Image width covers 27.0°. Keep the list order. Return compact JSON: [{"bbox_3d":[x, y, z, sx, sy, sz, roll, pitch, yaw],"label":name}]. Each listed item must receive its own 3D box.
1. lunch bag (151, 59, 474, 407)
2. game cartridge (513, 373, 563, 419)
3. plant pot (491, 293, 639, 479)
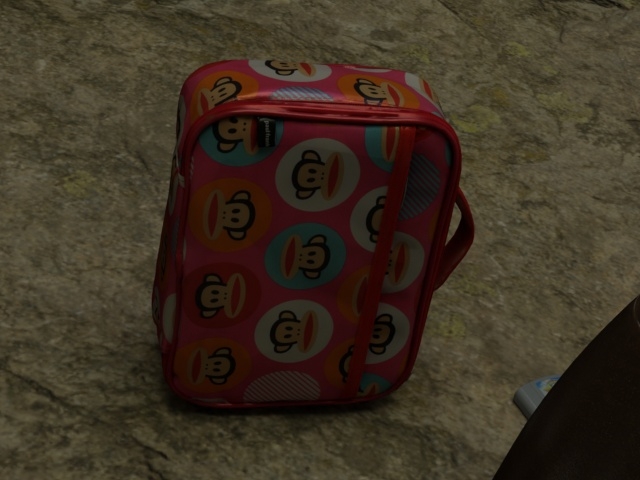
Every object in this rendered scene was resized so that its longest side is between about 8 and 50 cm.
[{"bbox_3d":[0.000,0.000,1.093,0.258,0.293,0.120,1,33,-14],"label":"lunch bag"},{"bbox_3d":[0.218,0.144,1.194,0.083,0.017,0.056,-9,37,-26],"label":"game cartridge"},{"bbox_3d":[0.256,0.153,1.011,0.215,0.230,0.215,8,36,-6],"label":"plant pot"}]
